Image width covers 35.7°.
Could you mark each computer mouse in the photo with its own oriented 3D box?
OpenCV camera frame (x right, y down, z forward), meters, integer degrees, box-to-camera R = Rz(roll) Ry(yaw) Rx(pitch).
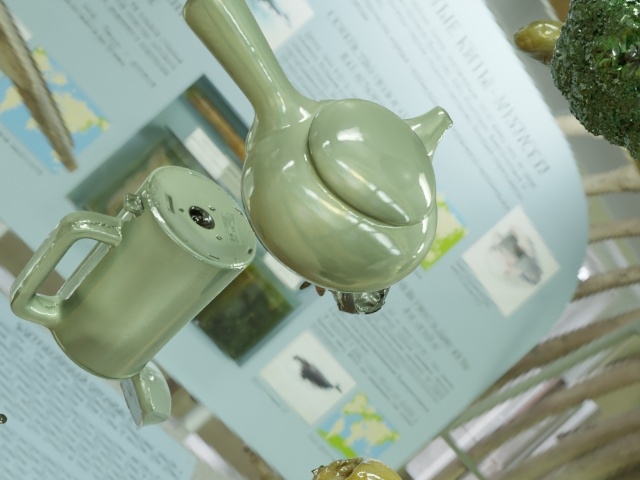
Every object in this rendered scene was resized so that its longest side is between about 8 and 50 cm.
[{"bbox_3d":[-0.315,0.266,1.799,0.128,0.079,0.231,63,-17,13],"label":"computer mouse"}]

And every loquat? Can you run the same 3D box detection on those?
[{"bbox_3d":[0.070,0.515,1.788,0.244,0.244,0.244,48,-1,1],"label":"loquat"}]

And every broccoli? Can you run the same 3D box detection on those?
[{"bbox_3d":[0.415,-0.216,1.198,0.270,0.270,0.270,-8,90,-69],"label":"broccoli"}]

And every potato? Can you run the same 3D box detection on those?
[{"bbox_3d":[0.372,-0.314,1.595,0.137,0.070,0.091,24,-8,-33],"label":"potato"}]

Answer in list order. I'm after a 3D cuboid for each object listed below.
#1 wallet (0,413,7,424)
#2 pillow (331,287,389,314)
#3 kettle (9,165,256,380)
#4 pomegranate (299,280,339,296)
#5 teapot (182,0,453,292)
[{"bbox_3d":[-0.498,0.200,1.145,0.124,0.244,0.025,54,35,-69],"label":"wallet"},{"bbox_3d":[0.062,0.051,2.186,0.092,0.161,0.335,38,5,-34],"label":"pillow"},{"bbox_3d":[-0.291,0.059,1.565,0.205,0.318,0.265,54,30,14],"label":"kettle"},{"bbox_3d":[0.000,-0.006,1.371,0.129,0.129,0.159,48,-18,28],"label":"pomegranate"},{"bbox_3d":[-0.015,-0.085,0.959,0.318,0.149,0.220,25,47,-20],"label":"teapot"}]
